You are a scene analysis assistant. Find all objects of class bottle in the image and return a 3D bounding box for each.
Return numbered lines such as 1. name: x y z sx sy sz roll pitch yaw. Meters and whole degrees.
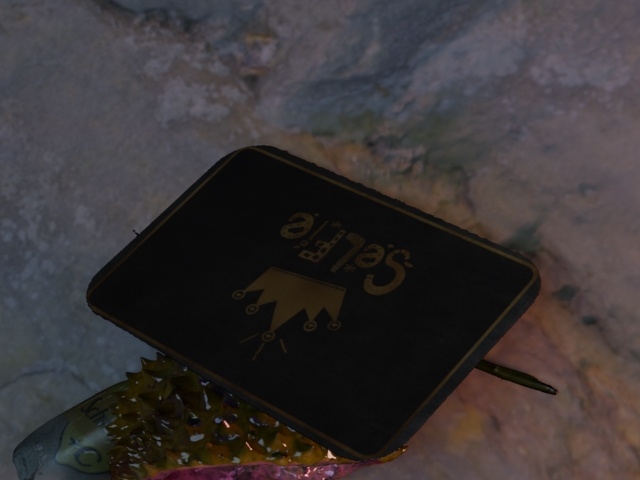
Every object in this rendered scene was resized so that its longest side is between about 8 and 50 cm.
1. bottle: -0.160 0.161 1.527 0.269 0.083 0.083 -31 71 12

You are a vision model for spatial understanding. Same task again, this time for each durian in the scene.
1. durian: -0.062 0.159 1.413 0.260 0.186 0.154 -11 100 -9

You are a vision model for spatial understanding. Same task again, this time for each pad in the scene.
1. pad: 0.001 0.000 1.417 0.375 0.063 0.315 25 57 35

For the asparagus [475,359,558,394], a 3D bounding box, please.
1. asparagus: 0.134 0.106 1.446 0.166 0.013 0.016 19 131 26
